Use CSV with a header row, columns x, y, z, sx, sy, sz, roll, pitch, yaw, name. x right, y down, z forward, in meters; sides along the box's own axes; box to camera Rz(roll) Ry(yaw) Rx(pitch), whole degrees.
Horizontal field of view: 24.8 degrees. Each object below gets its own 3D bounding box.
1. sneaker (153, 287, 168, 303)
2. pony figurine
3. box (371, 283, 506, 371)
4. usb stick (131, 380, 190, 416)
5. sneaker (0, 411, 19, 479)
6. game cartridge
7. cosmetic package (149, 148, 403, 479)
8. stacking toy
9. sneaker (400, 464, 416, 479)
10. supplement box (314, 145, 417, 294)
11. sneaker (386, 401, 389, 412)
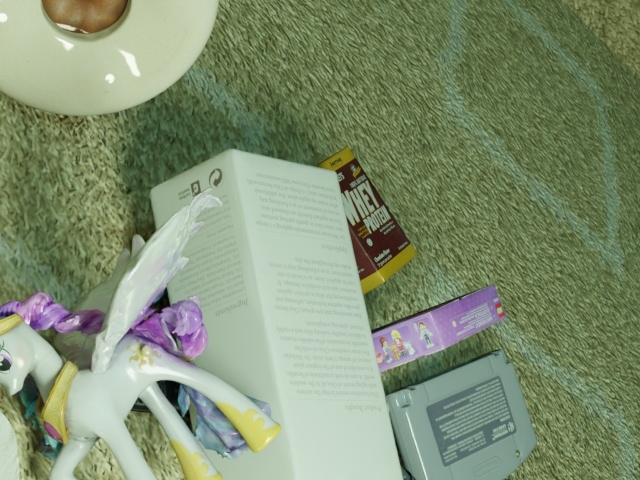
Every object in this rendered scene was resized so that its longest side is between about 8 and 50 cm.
x,y,z,sx,sy,sz,roll,pitch,yaw,name
-0.180,0.047,2.010,0.209,0.069,0.082,-7,88,-57,sneaker
-0.226,0.141,1.686,0.363,0.303,0.351,47,56,-3,pony figurine
0.094,0.151,2.070,0.201,0.293,0.057,-17,84,-56,box
-0.162,0.198,1.922,0.278,0.045,0.077,14,61,-48,usb stick
-0.438,0.181,1.499,0.127,0.182,0.315,-53,138,-53,sneaker
0.226,0.298,2.296,0.294,0.060,0.196,-14,83,-47,game cartridge
-0.058,0.128,1.915,0.230,0.161,0.453,10,63,-51,cosmetic package
-0.345,-0.426,2.029,0.350,0.350,0.480,34,21,-33,stacking toy
0.133,0.409,2.059,0.163,0.086,0.226,47,6,-27,sneaker
0.000,0.000,2.161,0.194,0.191,0.129,57,32,-2,supplement box
0.052,0.274,2.135,0.152,0.058,0.085,15,55,-51,sneaker
